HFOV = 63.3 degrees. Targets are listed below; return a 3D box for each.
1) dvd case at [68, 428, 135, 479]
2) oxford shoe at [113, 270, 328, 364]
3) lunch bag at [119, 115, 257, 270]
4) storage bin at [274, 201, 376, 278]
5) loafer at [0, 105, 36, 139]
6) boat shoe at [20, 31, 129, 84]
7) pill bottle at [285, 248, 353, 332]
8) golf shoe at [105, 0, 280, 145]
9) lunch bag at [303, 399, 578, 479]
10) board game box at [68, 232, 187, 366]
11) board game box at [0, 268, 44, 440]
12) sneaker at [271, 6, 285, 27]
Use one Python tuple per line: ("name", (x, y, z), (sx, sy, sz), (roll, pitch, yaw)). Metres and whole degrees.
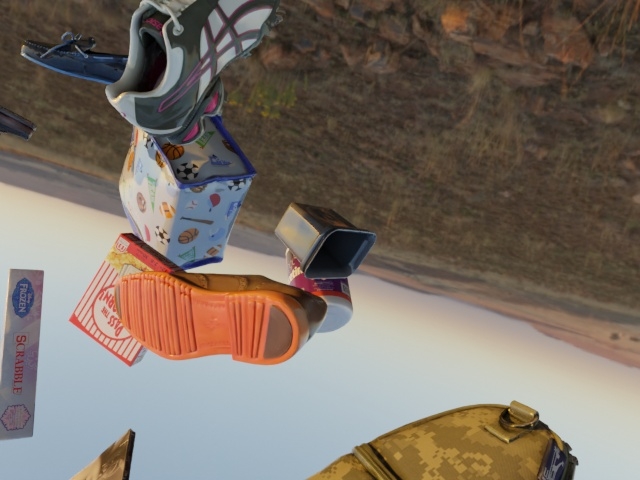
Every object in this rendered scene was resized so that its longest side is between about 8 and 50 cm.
("dvd case", (-0.388, 0.426, 0.829), (0.018, 0.221, 0.164), (47, -176, -25))
("oxford shoe", (-0.162, 0.109, 0.801), (0.363, 0.130, 0.132), (7, -168, 26))
("lunch bag", (-0.357, -0.166, 1.281), (0.238, 0.328, 0.386), (-14, -125, -40))
("storage bin", (0.000, 0.000, 0.759), (0.091, 0.098, 0.135), (42, -159, 29))
("loafer", (-0.744, -0.265, 1.050), (0.109, 0.095, 0.302), (20, 176, 42))
("boat shoe", (-0.507, -0.406, 1.139), (0.258, 0.089, 0.109), (8, -153, -25))
("pill bottle", (-0.010, 0.104, 1.577), (0.181, 0.323, 0.182), (-6, 143, -4))
("golf shoe", (-0.130, -0.238, 0.566), (0.105, 0.273, 0.120), (29, -174, 20))
("lunch bag", (0.130, 0.330, 0.505), (0.255, 0.305, 0.212), (-23, -155, -21))
("board game box", (-0.343, 0.106, 0.943), (0.146, 0.194, 0.045), (33, -173, 6))
("board game box", (-0.644, 0.250, 1.103), (0.065, 0.318, 0.318), (5, 162, -31))
("sneaker", (-0.155, -0.413, 1.044), (0.188, 0.071, 0.066), (-16, -170, -5))
